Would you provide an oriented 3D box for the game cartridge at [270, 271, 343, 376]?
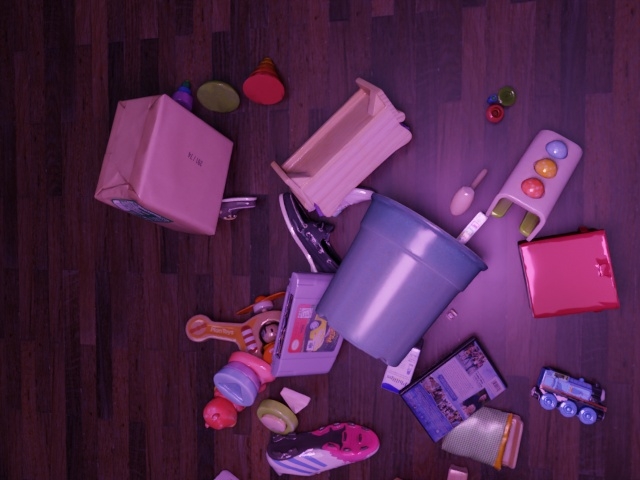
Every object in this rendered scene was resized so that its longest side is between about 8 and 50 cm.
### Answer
[{"bbox_3d":[-0.019,0.230,1.570,0.060,0.196,0.294,26,108,50],"label":"game cartridge"}]

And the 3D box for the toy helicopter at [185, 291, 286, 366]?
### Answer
[{"bbox_3d":[-0.221,0.260,1.706,0.355,0.140,0.234,6,74,7],"label":"toy helicopter"}]

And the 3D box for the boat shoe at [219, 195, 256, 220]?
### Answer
[{"bbox_3d":[-0.291,-0.093,1.749,0.228,0.081,0.068,-5,93,24],"label":"boat shoe"}]

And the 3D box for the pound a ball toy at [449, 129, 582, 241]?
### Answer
[{"bbox_3d":[0.483,-0.152,1.403,0.208,0.135,0.319,34,57,13],"label":"pound a ball toy"}]

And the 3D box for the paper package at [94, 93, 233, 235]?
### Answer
[{"bbox_3d":[-0.418,-0.200,1.606,0.168,0.325,0.309,1,74,28],"label":"paper package"}]

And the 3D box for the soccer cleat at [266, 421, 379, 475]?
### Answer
[{"bbox_3d":[0.009,0.617,1.685,0.331,0.116,0.143,-6,126,6],"label":"soccer cleat"}]

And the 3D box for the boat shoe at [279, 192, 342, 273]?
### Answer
[{"bbox_3d":[-0.001,0.001,1.642,0.113,0.127,0.340,-27,86,14],"label":"boat shoe"}]

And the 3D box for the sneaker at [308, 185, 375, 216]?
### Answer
[{"bbox_3d":[0.056,-0.113,1.652,0.212,0.080,0.094,4,98,26],"label":"sneaker"}]

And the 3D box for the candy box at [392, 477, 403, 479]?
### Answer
[{"bbox_3d":[0.266,0.745,1.501,0.088,0.316,0.182,-25,84,-18],"label":"candy box"}]

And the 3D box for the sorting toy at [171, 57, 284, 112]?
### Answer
[{"bbox_3d":[-0.277,-0.475,1.732,0.366,0.127,0.126,-5,62,19],"label":"sorting toy"}]

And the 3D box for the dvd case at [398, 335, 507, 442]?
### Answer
[{"bbox_3d":[0.355,0.397,1.539,0.253,0.022,0.180,-36,103,-3],"label":"dvd case"}]

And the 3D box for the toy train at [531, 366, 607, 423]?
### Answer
[{"bbox_3d":[0.647,0.401,1.496,0.184,0.080,0.105,18,91,15],"label":"toy train"}]

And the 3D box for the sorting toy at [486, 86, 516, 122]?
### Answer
[{"bbox_3d":[0.473,-0.363,1.538,0.061,0.042,0.102,35,89,-3],"label":"sorting toy"}]

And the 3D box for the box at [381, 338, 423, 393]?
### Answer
[{"bbox_3d":[0.228,0.337,1.589,0.072,0.126,0.137,19,98,13],"label":"box"}]

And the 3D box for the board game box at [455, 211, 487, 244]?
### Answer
[{"bbox_3d":[0.395,-0.028,1.510,0.026,0.154,0.103,41,103,11],"label":"board game box"}]

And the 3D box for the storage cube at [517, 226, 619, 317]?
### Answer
[{"bbox_3d":[0.608,0.081,1.437,0.193,0.184,0.214,-10,90,17],"label":"storage cube"}]

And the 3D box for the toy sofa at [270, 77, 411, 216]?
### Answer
[{"bbox_3d":[0.057,-0.249,1.577,0.362,0.150,0.177,-44,125,4],"label":"toy sofa"}]

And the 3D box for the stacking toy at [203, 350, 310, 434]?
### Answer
[{"bbox_3d":[-0.198,0.480,1.644,0.280,0.130,0.309,31,137,6],"label":"stacking toy"}]

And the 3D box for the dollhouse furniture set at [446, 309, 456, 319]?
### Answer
[{"bbox_3d":[0.301,0.213,1.585,0.114,0.081,0.091,-46,80,13],"label":"dollhouse furniture set"}]

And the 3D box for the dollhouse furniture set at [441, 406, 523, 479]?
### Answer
[{"bbox_3d":[0.415,0.600,1.531,0.198,0.151,0.301,10,95,16],"label":"dollhouse furniture set"}]

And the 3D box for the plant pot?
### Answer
[{"bbox_3d":[0.179,0.110,1.450,0.341,0.341,0.334,35,91,12],"label":"plant pot"}]

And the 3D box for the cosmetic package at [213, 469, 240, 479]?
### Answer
[{"bbox_3d":[-0.262,0.957,1.651,0.394,0.329,0.327,33,100,12],"label":"cosmetic package"}]
